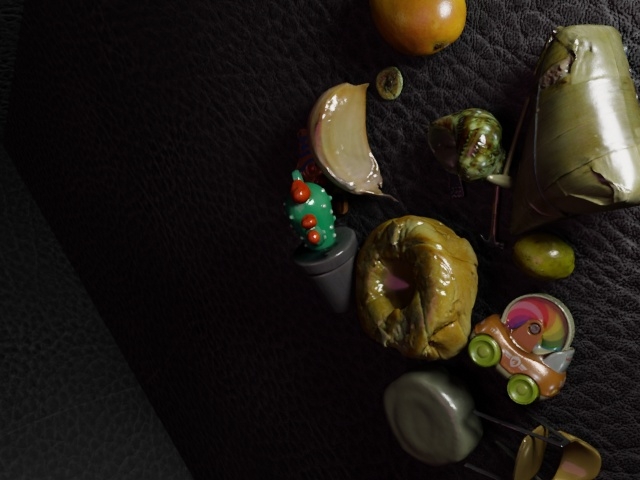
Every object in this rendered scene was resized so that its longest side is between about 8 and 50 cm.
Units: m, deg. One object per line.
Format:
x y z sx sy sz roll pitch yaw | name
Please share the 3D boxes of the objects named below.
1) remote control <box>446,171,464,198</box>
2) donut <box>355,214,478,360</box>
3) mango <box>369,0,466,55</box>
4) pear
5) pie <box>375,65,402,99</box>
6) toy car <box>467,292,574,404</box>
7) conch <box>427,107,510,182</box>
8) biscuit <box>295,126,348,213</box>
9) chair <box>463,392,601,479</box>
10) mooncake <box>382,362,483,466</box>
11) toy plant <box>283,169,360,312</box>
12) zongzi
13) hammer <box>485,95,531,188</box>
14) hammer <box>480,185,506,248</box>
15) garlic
0.322 -0.148 1.427 0.039 0.014 0.096 0 105 45 | remote control
0.230 0.119 1.464 0.360 0.170 0.360 -8 80 55 | donut
0.207 -0.507 1.333 0.254 0.139 0.175 36 115 40 | mango
0.471 0.034 1.274 0.131 0.107 0.107 14 114 28 | pear
0.171 -0.391 1.487 0.084 0.021 0.084 18 116 41 | pie
0.471 0.226 1.336 0.235 0.145 0.235 1 93 33 | toy car
0.331 -0.202 1.315 0.187 0.124 0.181 113 140 -71 | conch
0.002 -0.198 1.716 0.183 0.043 0.280 -33 77 48 | biscuit
0.489 0.490 1.386 0.247 0.172 0.158 25 119 45 | chair
0.294 0.449 1.559 0.275 0.135 0.275 24 122 46 | mooncake
0.005 -0.008 1.610 0.185 0.279 0.400 -9 120 36 | toy plant
0.463 -0.206 1.195 0.393 0.174 0.356 147 117 -72 | zongzi
0.392 -0.207 1.236 0.028 0.060 0.195 -157 83 -70 | hammer
0.400 -0.073 1.375 0.062 0.017 0.182 13 111 41 | hammer
0.067 -0.237 1.563 0.196 0.151 0.338 -14 92 21 | garlic
